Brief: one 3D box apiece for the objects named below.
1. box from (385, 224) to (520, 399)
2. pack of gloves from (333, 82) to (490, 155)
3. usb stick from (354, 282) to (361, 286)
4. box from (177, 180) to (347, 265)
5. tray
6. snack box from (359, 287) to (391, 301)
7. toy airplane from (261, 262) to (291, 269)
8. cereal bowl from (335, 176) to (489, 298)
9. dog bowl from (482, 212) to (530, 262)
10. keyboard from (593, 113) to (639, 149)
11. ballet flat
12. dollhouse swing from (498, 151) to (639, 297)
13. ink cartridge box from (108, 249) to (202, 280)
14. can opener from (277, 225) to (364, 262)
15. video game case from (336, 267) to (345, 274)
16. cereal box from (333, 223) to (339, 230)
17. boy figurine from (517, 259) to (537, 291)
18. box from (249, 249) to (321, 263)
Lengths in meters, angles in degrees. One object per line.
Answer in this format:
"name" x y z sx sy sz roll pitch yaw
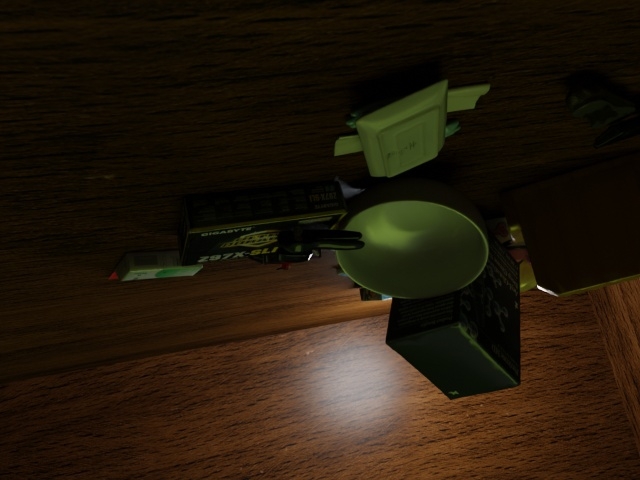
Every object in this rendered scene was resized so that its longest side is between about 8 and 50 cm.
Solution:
"box" 0.357 0.156 1.647 0.212 0.396 0.293 -22 128 36
"pack of gloves" 0.147 -0.182 1.058 0.232 0.046 0.195 -10 165 -8
"usb stick" 0.265 0.136 2.390 0.277 0.045 0.077 -8 174 -15
"box" -0.135 -0.031 1.344 0.321 0.079 0.257 -8 167 -18
"tray" 0.139 -0.161 1.008 0.145 0.030 0.270 -23 166 5
"snack box" 0.282 0.196 2.500 0.187 0.060 0.322 -9 176 -11
"toy airplane" -0.090 0.064 1.845 0.151 0.028 0.151 -10 166 -3
"cereal bowl" 0.203 -0.021 1.412 0.338 0.141 0.339 6 141 5
"dog bowl" 0.492 0.048 2.026 0.407 0.151 0.408 -12 166 -3
"keyboard" 0.684 -0.252 1.184 0.317 0.033 0.201 -19 174 -10
"ballet flat" 0.488 -0.242 1.112 0.084 0.058 0.249 -29 163 37
"dollhouse swing" 0.677 -0.015 1.624 0.346 0.305 0.315 -17 165 17
"ink cartridge box" -0.418 0.080 1.589 0.180 0.056 0.224 -3 162 -31
"can opener" 0.000 0.000 1.301 0.186 0.059 0.073 -7 148 -15
"video game case" 0.189 0.089 2.184 0.212 0.023 0.193 -19 164 25
"cereal box" 0.115 -0.029 1.615 0.240 0.047 0.173 -19 163 26
"boy figurine" 0.502 0.141 1.870 0.285 0.092 0.177 -26 -173 39
"box" -0.095 0.034 1.644 0.162 0.029 0.116 -4 -173 -25
